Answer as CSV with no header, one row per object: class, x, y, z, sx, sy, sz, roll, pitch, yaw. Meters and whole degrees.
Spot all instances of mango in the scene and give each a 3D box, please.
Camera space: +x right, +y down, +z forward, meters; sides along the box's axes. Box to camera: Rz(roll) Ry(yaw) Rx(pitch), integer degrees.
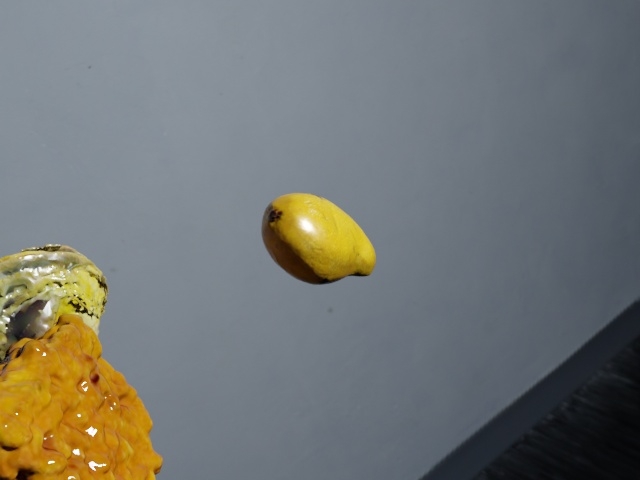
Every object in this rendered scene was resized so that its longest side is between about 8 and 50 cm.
mango,-0.006,0.003,1.333,0.295,0.120,0.177,23,42,-58

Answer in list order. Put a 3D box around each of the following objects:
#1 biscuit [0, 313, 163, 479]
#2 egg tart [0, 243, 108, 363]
biscuit,-0.343,0.280,0.986,0.110,0.318,0.312,-25,109,10
egg tart,-0.464,0.151,1.172,0.297,0.132,0.297,-33,144,-28
